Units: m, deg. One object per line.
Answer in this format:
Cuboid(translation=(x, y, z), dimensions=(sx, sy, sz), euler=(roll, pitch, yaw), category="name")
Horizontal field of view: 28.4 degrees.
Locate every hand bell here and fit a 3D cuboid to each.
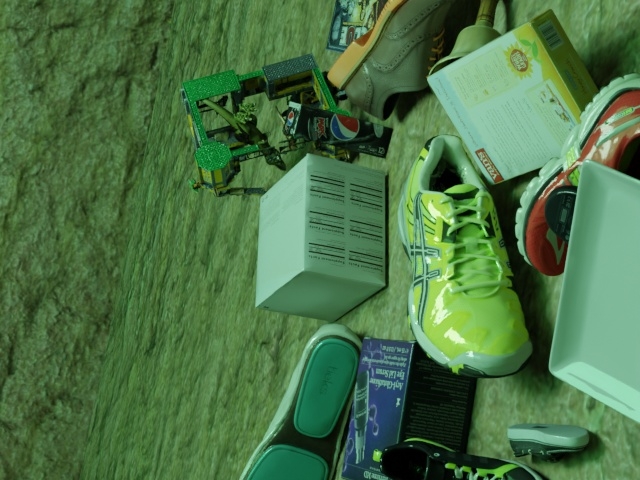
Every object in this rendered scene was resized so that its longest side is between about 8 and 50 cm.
Cuboid(translation=(0.233, -0.316, 1.788), dimensions=(0.126, 0.126, 0.242), euler=(-38, 34, 56), category="hand bell")

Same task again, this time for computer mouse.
Cuboid(translation=(0.341, 0.006, 1.360), dimensions=(0.242, 0.041, 0.071), euler=(36, 130, 36), category="computer mouse")

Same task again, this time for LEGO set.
Cuboid(translation=(-0.096, -0.176, 2.232), dimensions=(0.255, 0.331, 0.192), euler=(59, 165, 30), category="LEGO set")

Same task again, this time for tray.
Cuboid(translation=(0.324, 0.055, 1.344), dimensions=(0.145, 0.030, 0.270), euler=(29, 126, 39), category="tray")

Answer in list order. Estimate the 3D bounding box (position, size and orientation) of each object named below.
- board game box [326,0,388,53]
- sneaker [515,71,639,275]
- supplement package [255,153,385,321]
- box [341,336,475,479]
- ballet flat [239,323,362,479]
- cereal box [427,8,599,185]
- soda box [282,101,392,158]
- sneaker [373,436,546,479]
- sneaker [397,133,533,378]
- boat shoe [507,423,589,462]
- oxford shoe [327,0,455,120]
Cuboid(translation=(0.092, -0.391, 2.156), dimensions=(0.243, 0.042, 0.165), euler=(28, 108, 62), category="board game box")
Cuboid(translation=(0.319, -0.056, 1.450), dimensions=(0.118, 0.107, 0.279), euler=(58, 136, 40), category="sneaker")
Cuboid(translation=(0.000, 0.000, 2.064), dimensions=(0.194, 0.149, 0.203), euler=(141, 135, -57), category="supplement package")
Cuboid(translation=(0.121, 0.243, 1.730), dimensions=(0.153, 0.108, 0.207), euler=(-7, 72, 64), category="box")
Cuboid(translation=(-0.029, 0.311, 2.041), dimensions=(0.400, 0.139, 0.139), euler=(-67, 25, 13), category="ballet flat")
Cuboid(translation=(0.251, -0.174, 1.600), dimensions=(0.173, 0.047, 0.240), euler=(59, 153, -6), category="cereal box")
Cuboid(translation=(0.028, -0.181, 2.066), dimensions=(0.060, 0.169, 0.053), euler=(28, 105, 66), category="soda box")
Cuboid(translation=(0.165, 0.299, 1.541), dimensions=(0.234, 0.097, 0.084), euler=(8, 88, 40), category="sneaker")
Cuboid(translation=(0.174, 0.017, 1.635), dimensions=(0.385, 0.145, 0.147), euler=(-108, 13, -46), category="sneaker")
Cuboid(translation=(0.270, 0.240, 1.485), dimensions=(0.142, 0.049, 0.040), euler=(170, 91, -66), category="boat shoe")
Cuboid(translation=(0.154, -0.316, 1.930), dimensions=(0.130, 0.133, 0.363), euler=(-42, -1, -38), category="oxford shoe")
